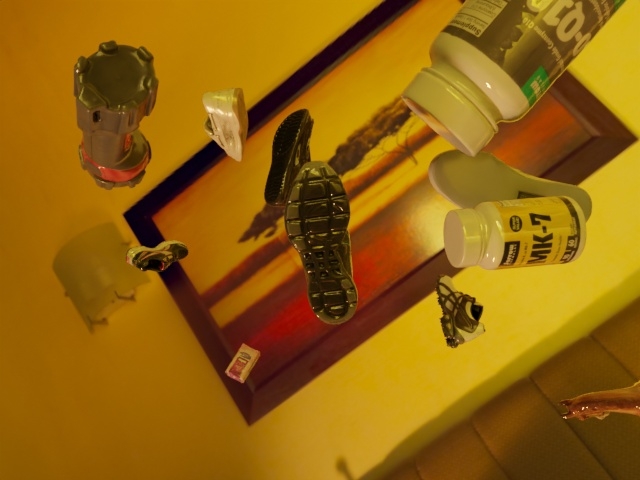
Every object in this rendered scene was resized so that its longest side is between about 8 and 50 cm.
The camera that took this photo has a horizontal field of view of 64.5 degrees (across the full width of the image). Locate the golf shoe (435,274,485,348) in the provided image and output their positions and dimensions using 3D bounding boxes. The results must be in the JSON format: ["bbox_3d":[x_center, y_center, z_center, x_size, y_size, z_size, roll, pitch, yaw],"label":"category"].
[{"bbox_3d":[0.301,0.143,1.089,0.094,0.198,0.077,-19,-54,17],"label":"golf shoe"}]

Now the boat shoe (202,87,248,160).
[{"bbox_3d":[-0.222,-0.270,1.176,0.096,0.098,0.277,5,-17,-4],"label":"boat shoe"}]

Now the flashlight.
[{"bbox_3d":[-0.259,-0.149,0.654,0.103,0.103,0.304,-6,-9,-25],"label":"flashlight"}]

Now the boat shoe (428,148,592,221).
[{"bbox_3d":[0.401,-0.115,1.137,0.156,0.367,0.136,-135,57,-81],"label":"boat shoe"}]

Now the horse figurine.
[{"bbox_3d":[0.396,0.169,0.494,0.174,0.066,0.263,10,-11,-14],"label":"horse figurine"}]

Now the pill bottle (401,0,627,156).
[{"bbox_3d":[0.317,-0.333,0.852,0.361,0.204,0.204,-50,-20,12],"label":"pill bottle"}]

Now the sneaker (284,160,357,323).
[{"bbox_3d":[0.000,0.000,0.811,0.101,0.267,0.106,-6,22,1],"label":"sneaker"}]

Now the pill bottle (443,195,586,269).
[{"bbox_3d":[0.327,-0.011,0.869,0.208,0.119,0.119,-5,-24,-6],"label":"pill bottle"}]

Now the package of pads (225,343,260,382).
[{"bbox_3d":[-0.187,0.295,1.222,0.083,0.050,0.032,-58,-18,-33],"label":"package of pads"}]

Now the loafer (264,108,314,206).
[{"bbox_3d":[-0.056,-0.167,1.056,0.078,0.080,0.220,23,-102,-43],"label":"loafer"}]

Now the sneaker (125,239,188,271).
[{"bbox_3d":[-0.434,0.054,1.387,0.178,0.077,0.072,-16,-46,-47],"label":"sneaker"}]
